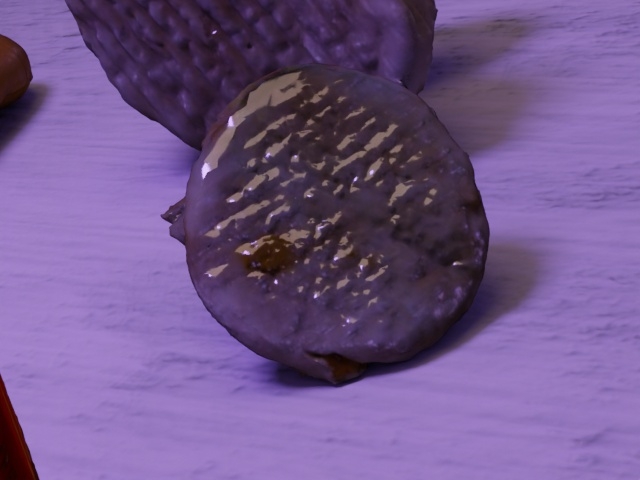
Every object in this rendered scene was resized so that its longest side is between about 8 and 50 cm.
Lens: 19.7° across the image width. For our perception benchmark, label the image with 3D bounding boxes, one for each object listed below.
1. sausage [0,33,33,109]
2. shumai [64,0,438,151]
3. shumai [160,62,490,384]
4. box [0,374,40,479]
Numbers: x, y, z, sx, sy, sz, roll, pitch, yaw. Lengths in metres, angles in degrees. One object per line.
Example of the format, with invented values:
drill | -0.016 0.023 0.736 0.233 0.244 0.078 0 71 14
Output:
sausage | -0.348 -0.111 1.571 0.134 0.116 0.354 -18 18 19
shumai | -0.031 -0.222 1.417 0.314 0.267 0.262 34 35 4
shumai | 0.000 0.000 1.140 0.201 0.201 0.120 -20 -16 -12
box | -0.280 0.158 0.843 0.313 0.197 0.089 -10 25 10
